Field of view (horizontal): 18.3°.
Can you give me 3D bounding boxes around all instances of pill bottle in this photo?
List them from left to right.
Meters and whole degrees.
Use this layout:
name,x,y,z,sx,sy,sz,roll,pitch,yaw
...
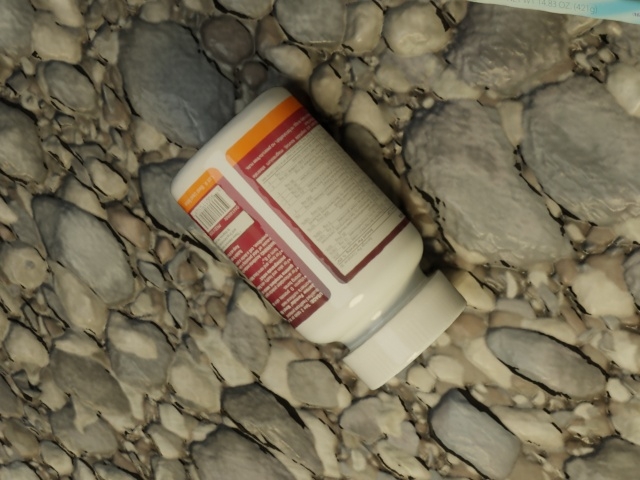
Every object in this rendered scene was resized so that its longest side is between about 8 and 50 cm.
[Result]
name,x,y,z,sx,sy,sz,roll,pitch,yaw
pill bottle,0.000,0.000,1.506,0.221,0.121,0.121,47,128,-1

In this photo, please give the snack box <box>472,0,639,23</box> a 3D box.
name,x,y,z,sx,sy,sz,roll,pitch,yaw
snack box,0.117,-0.255,1.338,0.321,0.060,0.187,11,120,25
